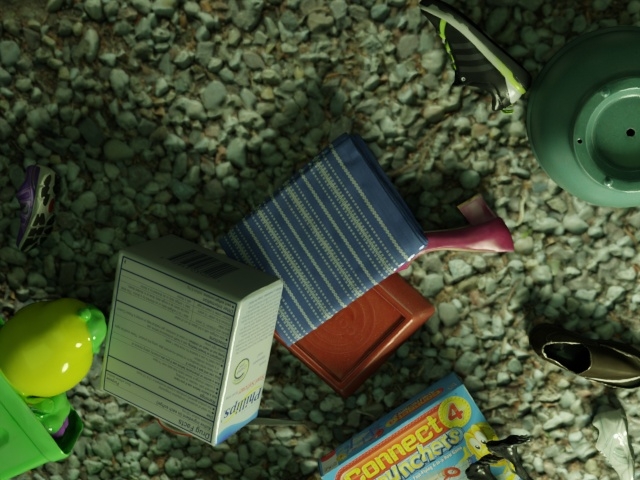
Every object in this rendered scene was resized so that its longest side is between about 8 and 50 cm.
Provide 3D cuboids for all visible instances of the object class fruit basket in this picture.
[{"bbox_3d":[-0.550,0.223,1.669,0.392,0.283,0.392,0,94,-8],"label":"fruit basket"}]

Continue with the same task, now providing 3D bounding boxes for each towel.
[{"bbox_3d":[0.000,0.000,1.574,0.336,0.040,0.243,-38,81,23],"label":"towel"}]

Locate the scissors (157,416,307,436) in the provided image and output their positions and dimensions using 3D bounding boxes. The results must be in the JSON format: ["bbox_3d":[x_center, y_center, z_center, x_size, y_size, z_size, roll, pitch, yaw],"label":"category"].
[{"bbox_3d":[-0.177,0.358,1.762,0.297,0.021,0.109,15,106,5],"label":"scissors"}]

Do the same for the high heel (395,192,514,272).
[{"bbox_3d":[0.209,0.027,1.560,0.244,0.082,0.117,-33,87,4],"label":"high heel"}]

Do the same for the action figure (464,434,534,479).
[{"bbox_3d":[0.349,0.484,1.532,0.141,0.164,0.276,-16,97,58],"label":"action figure"}]

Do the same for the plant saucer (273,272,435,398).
[{"bbox_3d":[0.031,0.136,1.642,0.258,0.048,0.259,42,109,-3],"label":"plant saucer"}]

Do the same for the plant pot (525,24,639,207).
[{"bbox_3d":[0.471,-0.177,1.392,0.293,0.196,0.293,3,107,10],"label":"plant pot"}]

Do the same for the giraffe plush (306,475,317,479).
[{"bbox_3d":[-0.058,0.544,1.710,0.170,0.210,0.181,-42,71,13],"label":"giraffe plush"}]

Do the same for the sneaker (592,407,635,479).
[{"bbox_3d":[0.531,0.376,1.621,0.061,0.053,0.152,-11,98,23],"label":"sneaker"}]

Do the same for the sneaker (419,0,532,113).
[{"bbox_3d":[0.237,-0.295,1.459,0.234,0.084,0.097,41,110,-3],"label":"sneaker"}]

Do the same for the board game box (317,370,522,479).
[{"bbox_3d":[0.204,0.451,1.638,0.308,0.086,0.302,-34,98,1],"label":"board game box"}]

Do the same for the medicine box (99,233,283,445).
[{"bbox_3d":[-0.234,0.173,1.613,0.263,0.149,0.289,20,111,23],"label":"medicine box"}]

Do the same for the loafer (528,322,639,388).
[{"bbox_3d":[0.471,0.214,1.566,0.220,0.078,0.080,15,108,6],"label":"loafer"}]

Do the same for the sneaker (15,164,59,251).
[{"bbox_3d":[-0.542,-0.062,1.692,0.071,0.068,0.170,21,100,20],"label":"sneaker"}]
